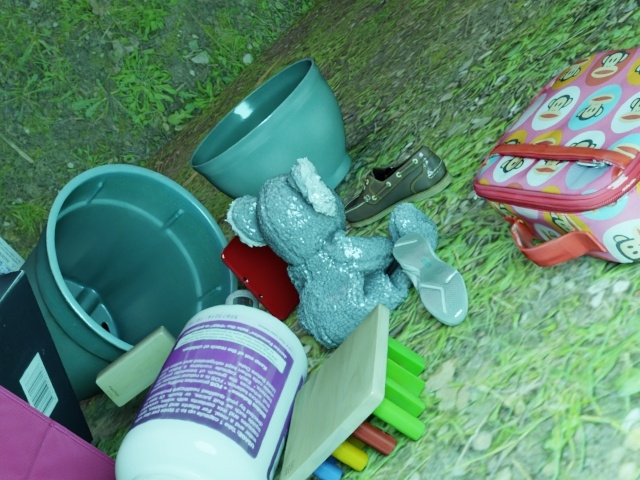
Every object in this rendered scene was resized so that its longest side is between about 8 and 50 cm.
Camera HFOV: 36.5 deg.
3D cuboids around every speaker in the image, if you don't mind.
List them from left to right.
[{"bbox_3d":[-0.120,0.126,1.460,0.055,0.055,0.136,-38,18,12],"label":"speaker"}]

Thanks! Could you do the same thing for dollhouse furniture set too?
[{"bbox_3d":[-0.225,0.197,1.359,0.144,0.151,0.123,-37,19,7],"label":"dollhouse furniture set"}]

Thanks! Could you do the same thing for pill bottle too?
[{"bbox_3d":[-0.126,0.222,1.077,0.169,0.169,0.301,-30,21,30],"label":"pill bottle"}]

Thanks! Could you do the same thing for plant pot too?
[{"bbox_3d":[-0.373,0.102,1.641,0.334,0.341,0.341,-37,17,40],"label":"plant pot"},{"bbox_3d":[-0.066,-0.165,1.779,0.293,0.196,0.293,-36,20,16],"label":"plant pot"}]

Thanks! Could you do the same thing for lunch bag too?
[{"bbox_3d":[0.294,-0.081,1.020,0.258,0.120,0.293,-48,18,-8],"label":"lunch bag"}]

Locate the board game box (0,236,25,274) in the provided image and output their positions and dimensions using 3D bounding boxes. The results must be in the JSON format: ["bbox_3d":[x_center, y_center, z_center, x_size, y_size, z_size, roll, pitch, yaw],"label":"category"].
[{"bbox_3d":[-0.577,0.178,1.793,0.233,0.347,0.078,-50,21,-22],"label":"board game box"}]

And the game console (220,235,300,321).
[{"bbox_3d":[-0.081,0.031,1.453,0.085,0.144,0.124,-40,19,1],"label":"game console"}]

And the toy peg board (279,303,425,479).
[{"bbox_3d":[0.041,0.180,1.019,0.161,0.079,0.161,-50,13,26],"label":"toy peg board"}]

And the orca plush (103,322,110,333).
[{"bbox_3d":[-0.381,0.090,1.982,0.287,0.102,0.151,-43,18,-2],"label":"orca plush"}]

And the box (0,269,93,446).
[{"bbox_3d":[-0.564,0.244,1.469,0.312,0.343,0.179,-6,30,14],"label":"box"}]

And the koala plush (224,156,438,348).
[{"bbox_3d":[0.000,0.000,1.240,0.196,0.221,0.203,-22,27,44],"label":"koala plush"}]

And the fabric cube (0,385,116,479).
[{"bbox_3d":[-0.445,0.365,1.207,0.254,0.259,0.258,-29,34,33],"label":"fabric cube"}]

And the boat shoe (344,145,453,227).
[{"bbox_3d":[0.103,-0.084,1.462,0.207,0.073,0.073,-27,25,41],"label":"boat shoe"}]

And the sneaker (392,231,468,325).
[{"bbox_3d":[0.137,0.051,1.129,0.053,0.061,0.152,-32,38,4],"label":"sneaker"}]
